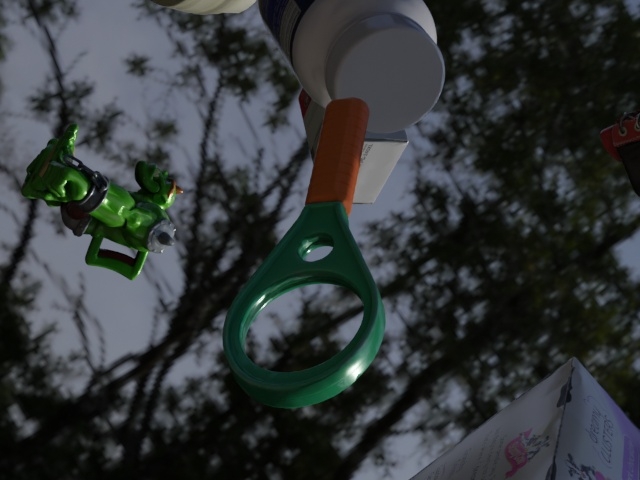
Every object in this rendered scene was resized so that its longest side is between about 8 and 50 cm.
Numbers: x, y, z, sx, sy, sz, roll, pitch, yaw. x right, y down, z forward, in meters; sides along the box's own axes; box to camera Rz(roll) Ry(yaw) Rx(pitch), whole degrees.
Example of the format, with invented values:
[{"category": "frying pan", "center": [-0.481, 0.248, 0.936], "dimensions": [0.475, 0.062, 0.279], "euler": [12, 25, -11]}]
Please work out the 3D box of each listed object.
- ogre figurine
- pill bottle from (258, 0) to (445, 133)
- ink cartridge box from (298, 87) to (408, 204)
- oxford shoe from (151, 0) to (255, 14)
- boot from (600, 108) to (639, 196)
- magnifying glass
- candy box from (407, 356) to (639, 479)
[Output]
[{"category": "ogre figurine", "center": [-0.183, -0.032, 1.169], "dimensions": [0.118, 0.097, 0.197], "euler": [33, -25, -17]}, {"category": "pill bottle", "center": [0.026, -0.158, 1.079], "dimensions": [0.186, 0.112, 0.112], "euler": [-119, -158, -56]}, {"category": "ink cartridge box", "center": [0.032, -0.127, 1.484], "dimensions": [0.109, 0.063, 0.150], "euler": [118, -33, -49]}, {"category": "oxford shoe", "center": [-0.061, -0.322, 0.605], "dimensions": [0.169, 0.130, 0.449], "euler": [-7, -82, 61]}, {"category": "boot", "center": [0.356, -0.154, 1.391], "dimensions": [0.176, 0.088, 0.244], "euler": [0, -65, 26]}, {"category": "magnifying glass", "center": [0.000, 0.000, 0.834], "dimensions": [0.092, 0.231, 0.026], "euler": [-6, -46, 19]}, {"category": "candy box", "center": [0.051, 0.158, 0.608], "dimensions": [0.196, 0.165, 0.070], "euler": [-40, -86, 22]}]
